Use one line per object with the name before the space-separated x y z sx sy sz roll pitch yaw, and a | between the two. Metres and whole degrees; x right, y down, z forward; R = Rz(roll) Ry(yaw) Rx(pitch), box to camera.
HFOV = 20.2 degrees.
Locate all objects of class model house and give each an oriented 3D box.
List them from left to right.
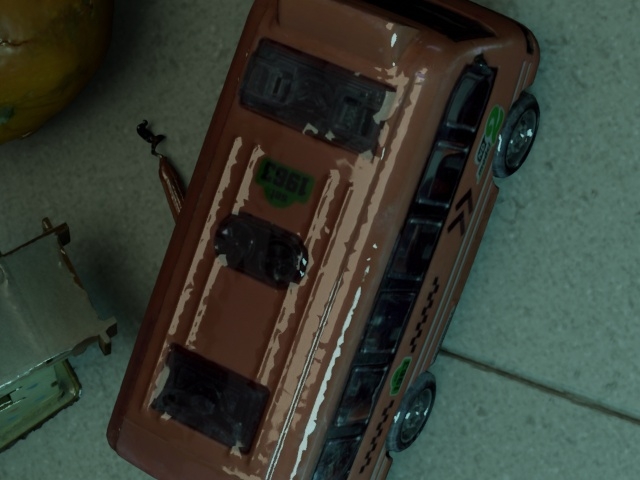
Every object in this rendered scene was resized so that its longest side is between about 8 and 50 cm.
model house | -0.348 0.118 1.584 0.326 0.244 0.169 -30 77 -13

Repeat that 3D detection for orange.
orange | -0.312 -0.194 1.514 0.284 0.284 0.226 -35 78 21

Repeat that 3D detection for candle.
candle | -0.123 -0.029 1.574 0.026 0.021 0.167 -21 79 -3

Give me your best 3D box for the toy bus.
toy bus | 0.000 0.000 1.401 0.203 0.233 0.427 23 100 23
